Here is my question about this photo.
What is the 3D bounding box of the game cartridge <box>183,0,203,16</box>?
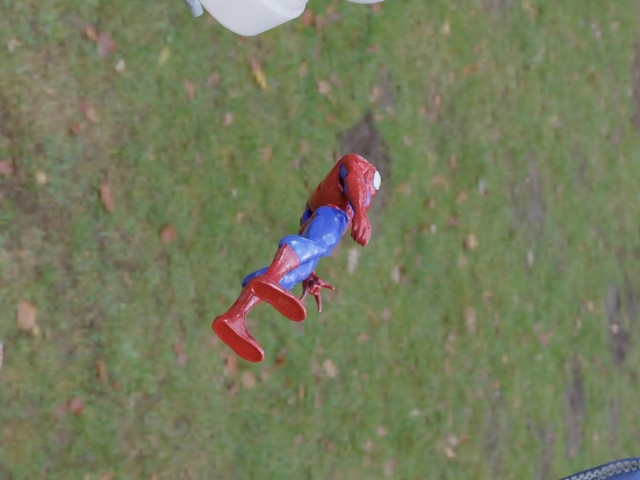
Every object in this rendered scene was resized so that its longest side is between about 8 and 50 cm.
[{"bbox_3d":[-0.167,-0.308,1.471,0.083,0.017,0.056,60,0,7],"label":"game cartridge"}]

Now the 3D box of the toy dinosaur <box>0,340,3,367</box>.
[{"bbox_3d":[-0.248,0.126,0.525,0.127,0.200,0.296,-78,178,-47],"label":"toy dinosaur"}]

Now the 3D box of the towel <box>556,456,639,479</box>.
[{"bbox_3d":[0.261,0.263,1.053,0.336,0.243,0.040,24,47,-41],"label":"towel"}]

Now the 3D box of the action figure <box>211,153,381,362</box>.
[{"bbox_3d":[0.000,0.000,0.425,0.030,0.038,0.115,36,35,-3],"label":"action figure"}]

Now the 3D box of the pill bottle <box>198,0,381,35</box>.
[{"bbox_3d":[0.048,-0.216,0.638,0.153,0.264,0.153,51,26,-37],"label":"pill bottle"}]
